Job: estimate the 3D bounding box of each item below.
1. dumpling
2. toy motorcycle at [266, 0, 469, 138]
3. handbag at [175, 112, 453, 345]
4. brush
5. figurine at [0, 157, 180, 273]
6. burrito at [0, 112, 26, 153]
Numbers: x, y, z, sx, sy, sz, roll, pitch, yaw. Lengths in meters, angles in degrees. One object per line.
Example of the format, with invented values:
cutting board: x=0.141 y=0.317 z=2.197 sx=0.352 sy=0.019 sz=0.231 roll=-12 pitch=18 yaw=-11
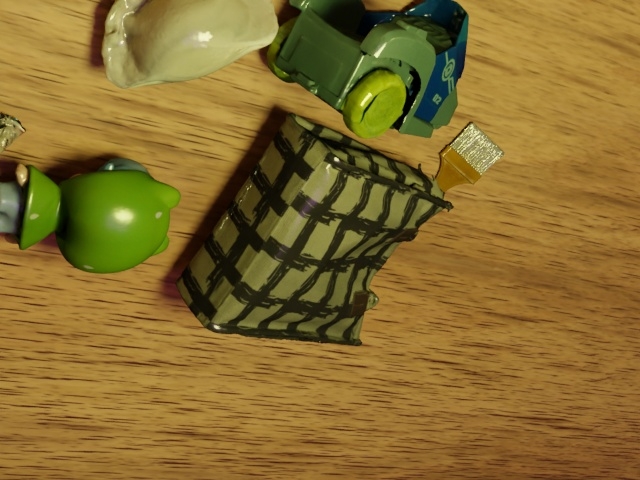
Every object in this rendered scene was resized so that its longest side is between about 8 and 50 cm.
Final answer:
dumpling: x=-0.174 y=-0.278 z=1.593 sx=0.229 sy=0.124 sz=0.151 roll=-21 pitch=95 yaw=-6
toy motorcycle: x=0.103 y=-0.252 z=1.748 sx=0.326 sy=0.191 sz=0.200 roll=4 pitch=119 yaw=-52
handbag: x=0.000 y=0.000 z=1.880 sx=0.327 sy=0.162 sz=0.325 roll=16 pitch=116 yaw=-45
brush: x=0.174 y=-0.068 z=2.034 sx=0.272 sy=0.013 sz=0.103 roll=-46 pitch=134 yaw=8
figurine: x=-0.322 y=-0.035 z=1.674 sx=0.263 sy=0.143 sz=0.162 roll=4 pitch=125 yaw=-20
burrito: x=-0.452 y=-0.102 z=1.602 sx=0.171 sy=0.042 sz=0.051 roll=-34 pitch=132 yaw=0
